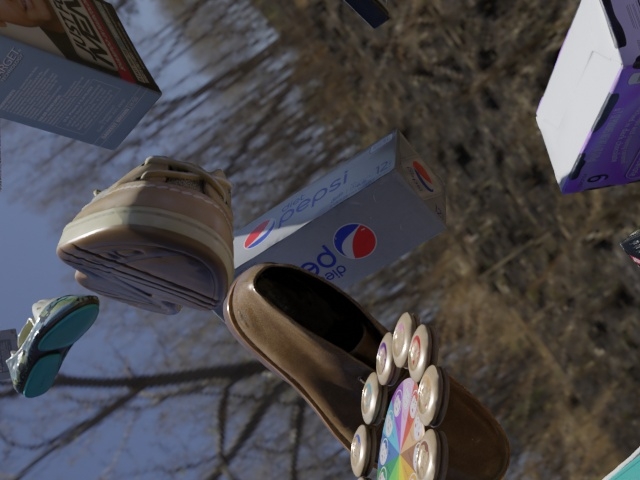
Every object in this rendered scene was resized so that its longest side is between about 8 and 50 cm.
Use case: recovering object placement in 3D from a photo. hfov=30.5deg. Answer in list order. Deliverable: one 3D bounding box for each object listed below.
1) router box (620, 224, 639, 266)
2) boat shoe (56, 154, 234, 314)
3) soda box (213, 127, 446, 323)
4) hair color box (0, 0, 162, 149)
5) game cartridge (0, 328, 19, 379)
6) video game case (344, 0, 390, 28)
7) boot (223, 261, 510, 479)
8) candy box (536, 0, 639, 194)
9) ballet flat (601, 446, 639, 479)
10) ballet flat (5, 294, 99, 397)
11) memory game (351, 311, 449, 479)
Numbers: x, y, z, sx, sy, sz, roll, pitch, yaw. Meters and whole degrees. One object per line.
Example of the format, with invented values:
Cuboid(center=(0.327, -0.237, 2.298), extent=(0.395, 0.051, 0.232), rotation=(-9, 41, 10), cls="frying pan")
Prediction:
Cuboid(center=(0.411, -0.023, 1.336), extent=(0.038, 0.092, 0.122), rotation=(50, 157, -1), cls="router box")
Cuboid(center=(-0.109, -0.012, 0.791), extent=(0.109, 0.098, 0.302), rotation=(21, 169, -8), cls="boat shoe")
Cuboid(center=(0.000, 0.000, 1.313), extent=(0.098, 0.286, 0.091), rotation=(46, -154, -24), cls="soda box")
Cuboid(center=(-0.387, -0.248, 1.411), extent=(0.374, 0.113, 0.185), rotation=(14, -143, -51), cls="hair color box")
Cuboid(center=(-0.517, 0.186, 1.905), extent=(0.017, 0.056, 0.083), rotation=(-136, 39, -68), cls="game cartridge")
Cuboid(center=(0.002, -0.478, 1.730), extent=(0.275, 0.035, 0.248), rotation=(38, -144, -37), cls="video game case")
Cuboid(center=(0.049, 0.125, 1.038), extent=(0.305, 0.112, 0.115), rotation=(36, 161, -4), cls="boot")
Cuboid(center=(0.255, -0.109, 0.751), extent=(0.165, 0.196, 0.070), rotation=(93, 166, -66), cls="candy box")
Cuboid(center=(0.384, 0.192, 1.057), extent=(0.139, 0.400, 0.139), rotation=(21, -141, -18), cls="ballet flat")
Cuboid(center=(-0.305, 0.102, 1.302), extent=(0.070, 0.188, 0.070), rotation=(24, -141, -21), cls="ballet flat")
Cuboid(center=(0.047, 0.137, 0.747), extent=(0.012, 0.186, 0.186), rotation=(9, -159, -11), cls="memory game")
